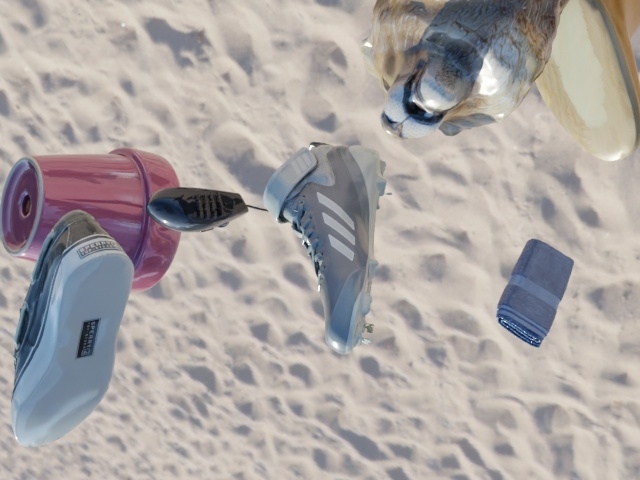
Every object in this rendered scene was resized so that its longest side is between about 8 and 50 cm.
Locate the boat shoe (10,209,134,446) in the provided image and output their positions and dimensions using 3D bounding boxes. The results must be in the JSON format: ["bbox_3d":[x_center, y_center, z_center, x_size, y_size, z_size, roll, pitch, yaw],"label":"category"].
[{"bbox_3d":[-0.214,0.077,0.619,0.070,0.077,0.219,45,120,35],"label":"boat shoe"}]

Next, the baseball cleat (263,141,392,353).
[{"bbox_3d":[0.000,0.000,0.619,0.109,0.206,0.072,9,139,1],"label":"baseball cleat"}]

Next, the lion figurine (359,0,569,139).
[{"bbox_3d":[0.034,-0.251,0.408,0.392,0.142,0.240,61,159,-4],"label":"lion figurine"}]

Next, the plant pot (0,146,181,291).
[{"bbox_3d":[-0.312,-0.035,0.984,0.180,0.202,0.201,9,164,-44],"label":"plant pot"}]

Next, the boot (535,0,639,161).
[{"bbox_3d":[0.294,-0.228,0.709,0.104,0.211,0.295,-44,63,61],"label":"boot"}]

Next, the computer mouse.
[{"bbox_3d":[-0.083,-0.024,0.829,0.071,0.242,0.041,-21,71,48],"label":"computer mouse"}]

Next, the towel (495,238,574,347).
[{"bbox_3d":[0.247,0.059,0.860,0.067,0.119,0.029,33,154,-3],"label":"towel"}]
